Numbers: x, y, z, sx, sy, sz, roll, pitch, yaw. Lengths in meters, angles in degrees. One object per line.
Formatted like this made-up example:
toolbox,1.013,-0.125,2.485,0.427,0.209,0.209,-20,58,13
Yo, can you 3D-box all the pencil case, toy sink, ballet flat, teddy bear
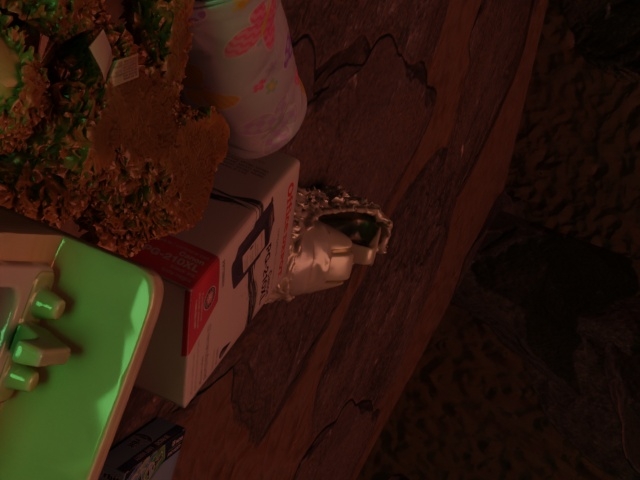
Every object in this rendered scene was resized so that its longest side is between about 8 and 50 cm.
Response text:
pencil case,-0.079,-0.183,1.140,0.124,0.113,0.273,-57,162,-17
toy sink,-0.230,0.048,0.681,0.153,0.234,0.131,-69,166,4
ballet flat,0.000,0.000,1.652,0.409,0.147,0.147,-29,138,-67
teddy bear,-0.184,-0.108,0.930,0.338,0.113,0.245,14,90,-68

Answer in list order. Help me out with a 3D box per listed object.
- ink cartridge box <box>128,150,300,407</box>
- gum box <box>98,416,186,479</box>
ink cartridge box,-0.119,0.024,1.311,0.237,0.100,0.172,-54,160,-45
gum box,-0.226,0.312,1.451,0.157,0.041,0.184,-28,138,-68
